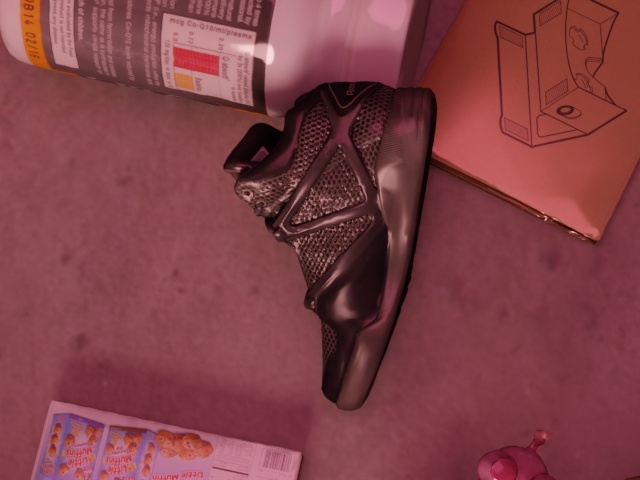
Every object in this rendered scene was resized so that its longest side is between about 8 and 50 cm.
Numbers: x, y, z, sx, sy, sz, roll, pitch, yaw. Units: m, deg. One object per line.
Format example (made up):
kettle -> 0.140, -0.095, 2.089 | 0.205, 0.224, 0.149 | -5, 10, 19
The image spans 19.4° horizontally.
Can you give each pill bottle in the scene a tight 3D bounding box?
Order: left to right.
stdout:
pill bottle -> -0.069, -0.172, 1.292 | 0.278, 0.162, 0.162 | 13, 76, 7

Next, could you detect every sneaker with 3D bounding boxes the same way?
sneaker -> 0.000, 0.000, 1.248 | 0.130, 0.087, 0.227 | 10, 114, 8

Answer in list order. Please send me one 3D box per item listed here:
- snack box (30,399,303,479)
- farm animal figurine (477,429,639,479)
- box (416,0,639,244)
snack box -> -0.105, 0.158, 1.278 | 0.178, 0.022, 0.064 | 11, 77, 6
farm animal figurine -> 0.089, 0.287, 1.169 | 0.330, 0.172, 0.327 | -7, 87, -7
box -> 0.168, -0.120, 1.337 | 0.164, 0.021, 0.201 | 27, 78, 10
